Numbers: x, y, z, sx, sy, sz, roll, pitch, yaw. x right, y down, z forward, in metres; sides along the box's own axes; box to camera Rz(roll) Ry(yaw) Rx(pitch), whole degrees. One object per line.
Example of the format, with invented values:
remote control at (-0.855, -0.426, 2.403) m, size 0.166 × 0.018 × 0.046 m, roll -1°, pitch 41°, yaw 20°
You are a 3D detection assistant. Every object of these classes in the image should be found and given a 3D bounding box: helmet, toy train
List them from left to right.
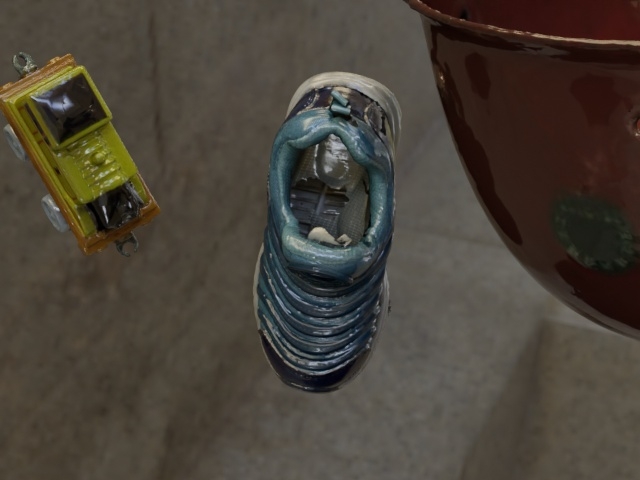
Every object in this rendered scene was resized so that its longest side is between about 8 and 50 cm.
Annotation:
toy train at (-0.226, -0.082, 1.549) m, size 0.089 × 0.127 × 0.219 m, roll -31°, pitch 98°, yaw -19°
helmet at (0.235, -0.063, 0.920) m, size 0.385 × 0.337 × 0.230 m, roll -21°, pitch 116°, yaw -37°

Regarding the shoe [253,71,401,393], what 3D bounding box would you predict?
shoe at (0.000, 0.000, 1.030) m, size 0.106 × 0.091 × 0.207 m, roll -60°, pitch 158°, yaw -71°
